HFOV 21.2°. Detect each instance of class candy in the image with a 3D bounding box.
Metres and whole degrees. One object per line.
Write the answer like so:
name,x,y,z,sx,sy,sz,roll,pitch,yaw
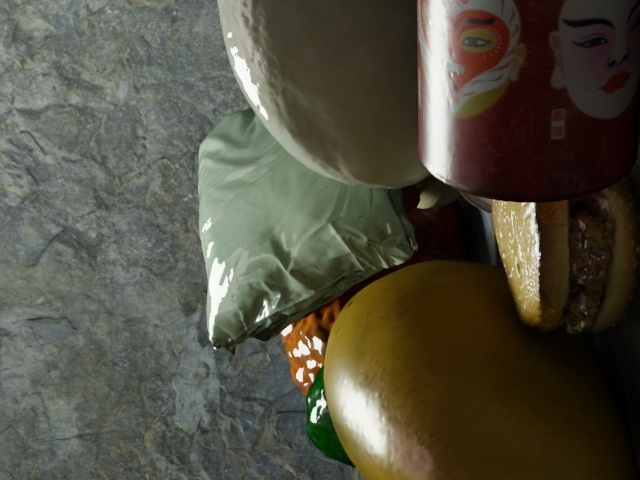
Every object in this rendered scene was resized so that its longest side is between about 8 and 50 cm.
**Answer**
candy,0.061,-0.264,1.814,0.186,0.386,0.427,-11,69,55

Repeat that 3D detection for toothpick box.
toothpick box,0.182,-0.225,1.468,0.204,0.204,0.333,-106,11,-58

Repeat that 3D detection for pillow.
pillow,-0.017,-0.051,1.967,0.138,0.283,0.310,33,-138,-45

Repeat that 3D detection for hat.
hat,0.044,0.152,2.074,0.400,0.285,0.285,-32,-59,-60

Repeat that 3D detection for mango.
mango,0.160,0.172,1.679,0.446,0.300,0.232,-121,50,-63

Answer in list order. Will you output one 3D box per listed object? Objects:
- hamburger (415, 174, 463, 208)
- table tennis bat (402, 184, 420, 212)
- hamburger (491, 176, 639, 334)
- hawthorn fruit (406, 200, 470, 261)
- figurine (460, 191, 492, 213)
hamburger,0.090,-0.168,2.186,0.291,0.225,0.291,167,90,-68
table tennis bat,0.000,0.000,2.066,0.310,0.038,0.200,-29,43,41
hamburger,0.235,-0.002,1.591,0.191,0.118,0.182,-126,27,-85
hawthorn fruit,0.079,0.023,2.386,0.284,0.284,0.284,174,90,-84
figurine,0.226,-0.157,1.719,0.141,0.166,0.250,-46,-10,-50
